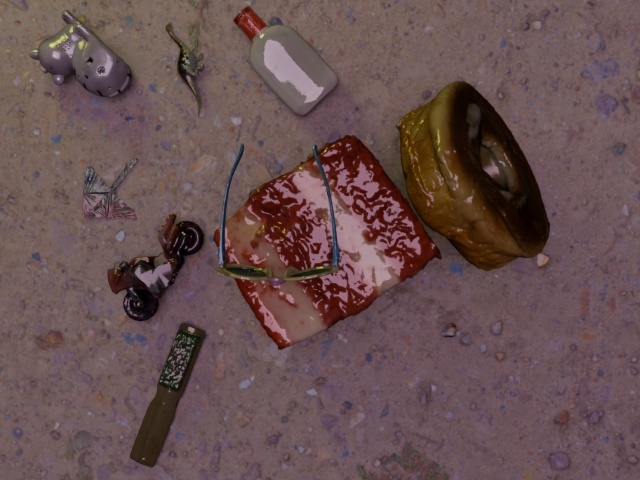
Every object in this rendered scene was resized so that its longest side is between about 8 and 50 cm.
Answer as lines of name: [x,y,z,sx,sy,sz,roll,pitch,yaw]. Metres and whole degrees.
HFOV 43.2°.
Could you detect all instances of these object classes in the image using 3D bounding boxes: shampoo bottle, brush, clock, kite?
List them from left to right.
clock: [-0.440,-0.324,1.491,0.176,0.080,0.117,42,91,0]
kite: [-0.394,-0.094,1.535,0.152,0.005,0.137,-42,93,2]
brush: [-0.292,0.295,1.530,0.054,0.048,0.282,22,93,3]
shampoo bottle: [-0.073,-0.341,1.500,0.108,0.051,0.221,-43,91,4]

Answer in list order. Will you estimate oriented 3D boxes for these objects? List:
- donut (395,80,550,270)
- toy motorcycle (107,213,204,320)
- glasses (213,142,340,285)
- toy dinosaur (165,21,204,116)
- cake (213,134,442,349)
donut: [0.258,-0.103,1.401,0.160,0.330,0.330,-29,91,30]
toy motorcycle: [-0.313,0.041,1.502,0.118,0.084,0.212,34,84,1]
glasses: [-0.060,-0.036,1.253,0.190,0.088,0.220,0,73,10]
toy dinosaur: [-0.241,-0.327,1.512,0.058,0.037,0.180,-18,84,25]
cake: [0.000,0.000,1.401,0.319,0.269,0.270,-35,91,3]
